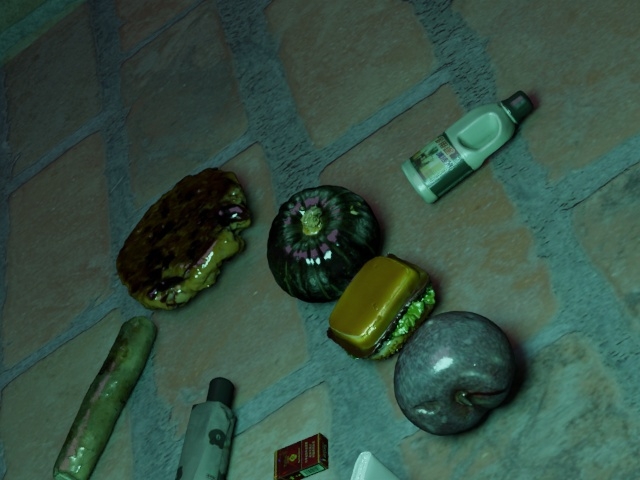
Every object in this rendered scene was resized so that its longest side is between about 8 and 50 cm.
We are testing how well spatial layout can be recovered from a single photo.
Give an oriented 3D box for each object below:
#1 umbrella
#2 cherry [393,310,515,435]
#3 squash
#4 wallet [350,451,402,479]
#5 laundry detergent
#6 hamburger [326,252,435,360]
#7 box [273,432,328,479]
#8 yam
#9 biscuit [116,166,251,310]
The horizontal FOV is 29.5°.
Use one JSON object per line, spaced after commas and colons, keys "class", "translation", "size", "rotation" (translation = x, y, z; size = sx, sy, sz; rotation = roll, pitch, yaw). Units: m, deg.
{"class": "umbrella", "translation": [-0.177, 0.350, 1.808], "size": [0.073, 0.067, 0.337], "rotation": [-9, 47, 21]}
{"class": "cherry", "translation": [0.173, 0.164, 1.592], "size": [0.176, 0.140, 0.176], "rotation": [-41, 27, 27]}
{"class": "squash", "translation": [0.001, 0.003, 1.913], "size": [0.193, 0.156, 0.193], "rotation": [-10, 72, 34]}
{"class": "wallet", "translation": [0.082, 0.321, 1.537], "size": [0.025, 0.122, 0.061], "rotation": [-4, 51, 42]}
{"class": "laundry detergent", "translation": [0.236, -0.154, 1.910], "size": [0.226, 0.070, 0.099], "rotation": [-37, 28, 9]}
{"class": "hamburger", "translation": [0.094, 0.106, 1.771], "size": [0.166, 0.087, 0.137], "rotation": [-51, 37, -7]}
{"class": "box", "translation": [-0.028, 0.313, 1.737], "size": [0.082, 0.023, 0.051], "rotation": [-26, 38, 23]}
{"class": "yam", "translation": [-0.365, 0.271, 2.072], "size": [0.067, 0.071, 0.317], "rotation": [123, 170, -61]}
{"class": "biscuit", "translation": [-0.241, 0.001, 2.212], "size": [0.289, 0.081, 0.334], "rotation": [-42, 32, 4]}
